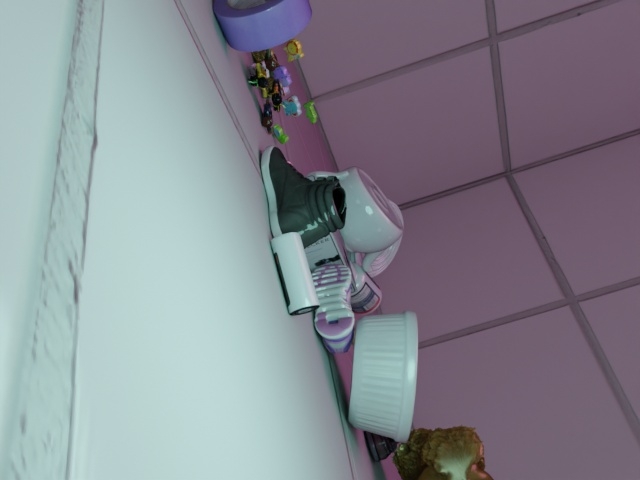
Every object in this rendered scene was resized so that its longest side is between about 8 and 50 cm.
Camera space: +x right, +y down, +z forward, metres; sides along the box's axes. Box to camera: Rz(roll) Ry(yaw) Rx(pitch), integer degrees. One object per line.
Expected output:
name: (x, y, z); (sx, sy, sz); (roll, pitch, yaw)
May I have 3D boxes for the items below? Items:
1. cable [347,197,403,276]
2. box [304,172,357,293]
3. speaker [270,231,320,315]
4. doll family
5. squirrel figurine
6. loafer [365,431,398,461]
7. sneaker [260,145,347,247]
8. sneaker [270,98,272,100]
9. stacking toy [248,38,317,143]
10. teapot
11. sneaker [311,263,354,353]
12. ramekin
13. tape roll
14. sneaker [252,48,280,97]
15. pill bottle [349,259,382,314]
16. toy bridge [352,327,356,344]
cable: (0.148, -0.014, 2.106); (0.089, 0.257, 0.257); (22, -24, 37)
box: (0.000, 0.000, 1.652); (0.290, 0.087, 0.169); (64, 10, -54)
speaker: (-0.044, 0.056, 1.217); (0.055, 0.055, 0.136); (53, 20, -74)
doll family: (-0.119, -0.341, 1.626); (0.111, 0.076, 0.193); (-107, 180, -63)
squirrel figurine: (0.313, 0.648, 1.710); (0.370, 0.280, 0.397); (78, 9, -60)
loafer: (0.167, 0.463, 1.799); (0.302, 0.095, 0.109); (-54, 126, -83)
sneaker: (-0.029, -0.097, 1.374); (0.296, 0.146, 0.105); (-104, 171, -45)
sneaker: (-0.120, -0.410, 1.928); (0.152, 0.053, 0.061); (-101, 174, -54)
stacking toy: (-0.080, -0.370, 1.765); (0.167, 0.052, 0.221); (-43, 123, -44)
teapot: (0.082, -0.061, 1.880); (0.256, 0.187, 0.252); (59, 15, 16)
sneaker: (0.029, 0.149, 1.515); (0.236, 0.095, 0.105); (-93, 171, -51)
ramekin: (0.129, 0.279, 1.492); (0.273, 0.127, 0.273); (5, 90, -87)
tape roll: (-0.117, -0.472, 1.444); (0.189, 0.189, 0.080); (-102, 173, -46)
sneaker: (-0.126, -0.433, 1.851); (0.084, 0.069, 0.186); (53, 21, -59)
pill bottle: (0.092, 0.126, 2.006); (0.180, 0.108, 0.108); (49, 21, -45)
toy bridge: (0.103, 0.284, 2.097); (0.063, 0.026, 0.188); (-94, 164, -63)
